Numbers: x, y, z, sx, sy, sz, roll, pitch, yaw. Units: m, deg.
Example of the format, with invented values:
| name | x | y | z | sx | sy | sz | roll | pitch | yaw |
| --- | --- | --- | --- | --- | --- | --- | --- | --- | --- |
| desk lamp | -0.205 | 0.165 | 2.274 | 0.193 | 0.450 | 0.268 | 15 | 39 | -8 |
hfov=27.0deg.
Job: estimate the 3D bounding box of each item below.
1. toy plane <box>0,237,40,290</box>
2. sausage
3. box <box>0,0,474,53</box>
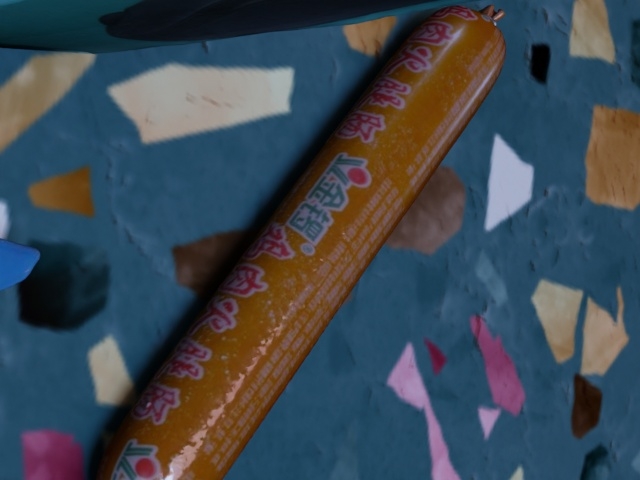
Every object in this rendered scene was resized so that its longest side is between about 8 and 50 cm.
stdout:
| name | x | y | z | sx | sy | sz | roll | pitch | yaw |
| --- | --- | --- | --- | --- | --- | --- | --- | --- | --- |
| toy plane | -0.199 | 0.083 | 0.441 | 0.254 | 0.105 | 0.271 | 52 | 54 | -45 |
| sausage | 0.000 | 0.000 | 0.636 | 0.053 | 0.053 | 0.348 | 51 | 60 | -28 |
| box | -0.027 | -0.177 | 0.446 | 0.118 | 0.311 | 0.205 | 3 | 87 | -50 |
